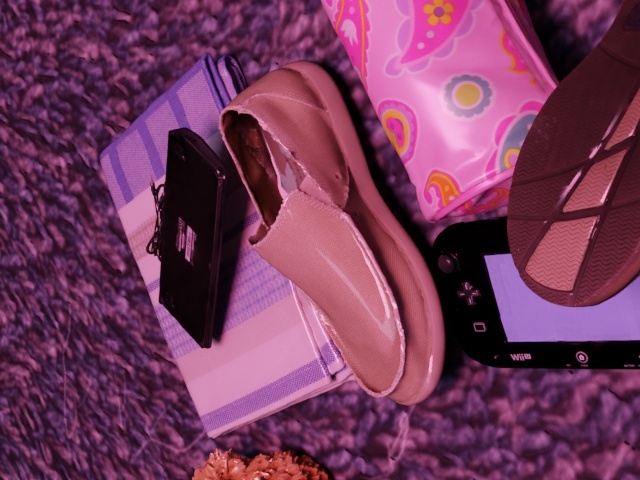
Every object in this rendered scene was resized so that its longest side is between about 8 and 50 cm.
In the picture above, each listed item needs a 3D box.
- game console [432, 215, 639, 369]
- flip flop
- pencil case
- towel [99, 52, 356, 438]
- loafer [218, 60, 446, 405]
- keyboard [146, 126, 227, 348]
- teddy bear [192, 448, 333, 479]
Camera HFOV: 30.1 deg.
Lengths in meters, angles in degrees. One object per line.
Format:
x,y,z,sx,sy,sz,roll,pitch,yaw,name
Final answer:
0.221,0.041,0.705,0.361,0.044,0.213,-5,98,44,game console
0.192,-0.087,0.638,0.112,0.080,0.277,22,87,53,flip flop
0.066,-0.155,0.743,0.124,0.124,0.284,-31,78,44,pencil case
-0.083,0.012,0.990,0.209,0.034,0.285,-33,77,46,towel
0.000,0.000,0.857,0.102,0.092,0.268,-44,67,54,loafer
-0.098,-0.010,0.949,0.100,0.038,0.192,44,140,32,keyboard
-0.060,0.341,1.006,0.245,0.113,0.338,44,128,23,teddy bear
